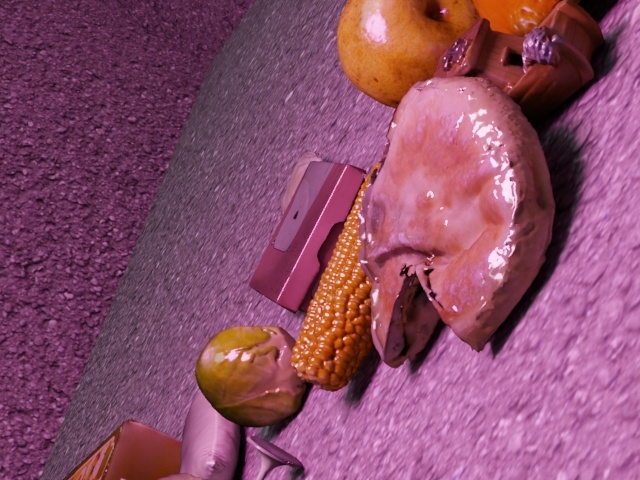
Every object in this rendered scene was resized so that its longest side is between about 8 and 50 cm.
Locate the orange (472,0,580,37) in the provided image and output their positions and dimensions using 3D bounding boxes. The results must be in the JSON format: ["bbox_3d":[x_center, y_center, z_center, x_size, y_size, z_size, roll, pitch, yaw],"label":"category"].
[{"bbox_3d":[0.263,-0.373,1.448,0.262,0.196,0.335,123,165,-81],"label":"orange"}]

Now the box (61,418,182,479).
[{"bbox_3d":[-0.382,0.530,2.082,0.420,0.138,0.373,-42,25,51],"label":"box"}]

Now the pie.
[{"bbox_3d":[0.130,-0.024,1.334,0.337,0.075,0.338,-36,48,56],"label":"pie"}]

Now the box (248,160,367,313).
[{"bbox_3d":[0.000,0.000,1.811,0.215,0.086,0.215,-64,15,-2],"label":"box"}]

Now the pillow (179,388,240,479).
[{"bbox_3d":[-0.162,0.306,1.845,0.254,0.078,0.144,-96,26,-66],"label":"pillow"}]

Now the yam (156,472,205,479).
[{"bbox_3d":[-0.157,0.403,1.419,0.271,0.202,0.201,-68,-21,-4],"label":"yam"}]

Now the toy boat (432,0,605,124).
[{"bbox_3d":[0.182,-0.170,1.412,0.321,0.121,0.089,-34,33,62],"label":"toy boat"}]

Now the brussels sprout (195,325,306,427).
[{"bbox_3d":[-0.090,0.174,1.707,0.155,0.155,0.117,-57,15,22],"label":"brussels sprout"}]

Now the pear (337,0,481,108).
[{"bbox_3d":[0.116,-0.259,1.675,0.197,0.197,0.197,-56,16,25],"label":"pear"}]

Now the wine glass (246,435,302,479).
[{"bbox_3d":[-0.100,0.340,1.559,0.195,0.079,0.079,-61,14,0],"label":"wine glass"}]

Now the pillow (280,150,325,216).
[{"bbox_3d":[-0.020,-0.075,2.084,0.229,0.050,0.128,-129,60,-76],"label":"pillow"}]

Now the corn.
[{"bbox_3d":[0.060,0.033,1.528,0.310,0.101,0.101,-68,15,-11],"label":"corn"}]
